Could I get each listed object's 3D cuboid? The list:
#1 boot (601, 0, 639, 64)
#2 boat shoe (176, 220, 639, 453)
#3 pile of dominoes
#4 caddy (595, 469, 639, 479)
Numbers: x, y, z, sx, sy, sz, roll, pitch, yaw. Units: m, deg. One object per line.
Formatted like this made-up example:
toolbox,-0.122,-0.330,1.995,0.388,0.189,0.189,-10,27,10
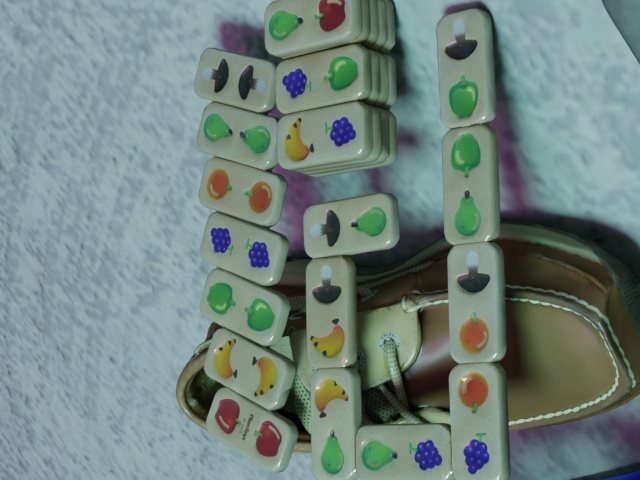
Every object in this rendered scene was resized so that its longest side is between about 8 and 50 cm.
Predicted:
boot,0.181,-0.027,0.674,0.189,0.076,0.208,-33,102,39
boat shoe,0.040,0.075,0.869,0.324,0.120,0.122,-11,113,50
pile of dominoes,0.000,0.000,0.796,0.196,0.040,0.251,-8,80,38
caddy,0.123,0.232,0.817,0.179,0.241,0.341,50,145,-9
